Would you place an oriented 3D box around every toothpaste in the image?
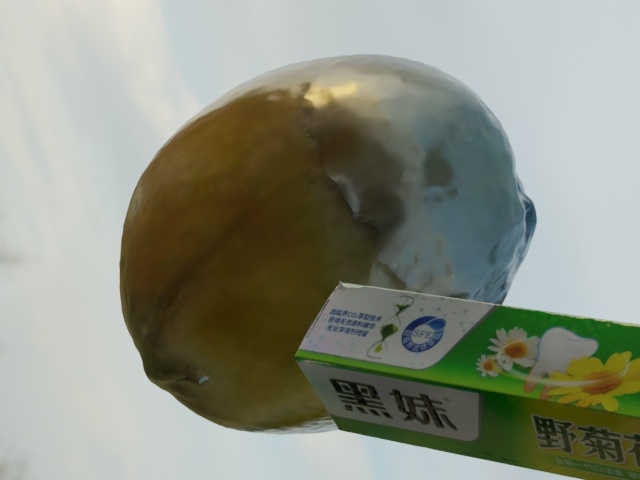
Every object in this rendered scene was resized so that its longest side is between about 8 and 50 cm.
[{"bbox_3d":[0.076,0.050,0.606,0.178,0.037,0.043,7,-36,36],"label":"toothpaste"}]

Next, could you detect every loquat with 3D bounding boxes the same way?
[{"bbox_3d":[0.000,0.000,0.954,0.179,0.227,0.179,36,29,-24],"label":"loquat"}]
